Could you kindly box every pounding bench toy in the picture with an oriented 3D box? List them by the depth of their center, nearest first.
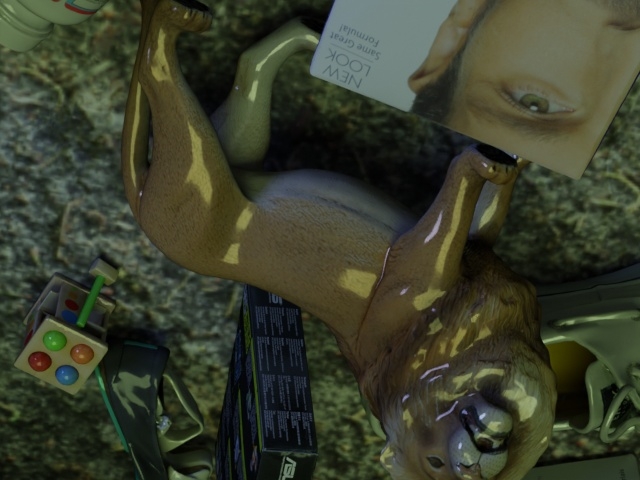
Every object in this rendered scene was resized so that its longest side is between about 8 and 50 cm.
[{"bbox_3d":[-0.180,0.060,1.292,0.052,0.065,0.083,28,119,-18],"label":"pounding bench toy"}]

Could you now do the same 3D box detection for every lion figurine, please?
[{"bbox_3d":[0.000,0.000,1.169,0.392,0.142,0.240,31,114,12],"label":"lion figurine"}]

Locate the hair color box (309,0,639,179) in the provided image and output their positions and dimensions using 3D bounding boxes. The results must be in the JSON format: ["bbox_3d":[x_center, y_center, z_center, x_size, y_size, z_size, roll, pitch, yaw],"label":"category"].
[{"bbox_3d":[0.136,-0.214,1.001,0.185,0.110,0.339,21,132,-2],"label":"hair color box"}]

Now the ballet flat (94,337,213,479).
[{"bbox_3d":[-0.120,0.161,1.361,0.074,0.074,0.203,-8,121,5],"label":"ballet flat"}]

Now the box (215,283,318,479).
[{"bbox_3d":[-0.042,0.149,1.271,0.045,0.191,0.184,7,127,-11],"label":"box"}]

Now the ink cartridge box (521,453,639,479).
[{"bbox_3d":[0.121,0.313,1.427,0.307,0.129,0.223,-9,123,6],"label":"ink cartridge box"}]

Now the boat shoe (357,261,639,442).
[{"bbox_3d":[0.207,0.097,1.267,0.367,0.156,0.136,-3,124,2],"label":"boat shoe"}]

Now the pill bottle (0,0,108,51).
[{"bbox_3d":[-0.152,-0.193,1.110,0.160,0.087,0.087,-38,116,22],"label":"pill bottle"}]
